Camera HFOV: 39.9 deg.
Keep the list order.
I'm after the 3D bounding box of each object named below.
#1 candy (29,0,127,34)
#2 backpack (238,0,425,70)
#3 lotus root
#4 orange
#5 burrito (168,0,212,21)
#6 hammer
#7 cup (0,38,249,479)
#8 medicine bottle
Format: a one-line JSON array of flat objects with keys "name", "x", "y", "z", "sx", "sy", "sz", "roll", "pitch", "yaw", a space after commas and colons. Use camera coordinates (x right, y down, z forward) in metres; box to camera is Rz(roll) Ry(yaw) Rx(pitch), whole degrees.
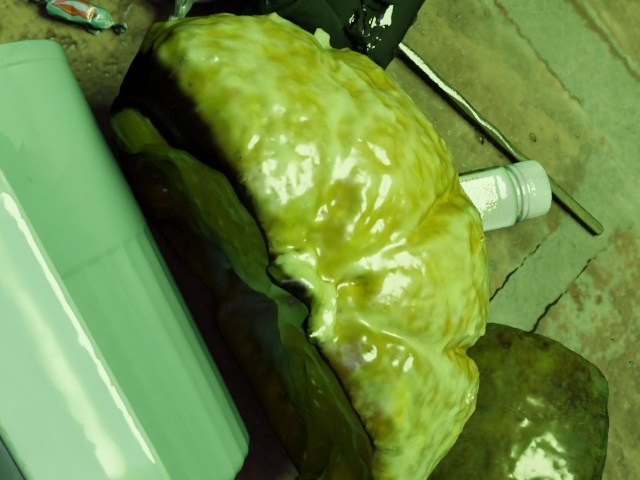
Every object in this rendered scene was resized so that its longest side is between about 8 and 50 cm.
[{"name": "candy", "x": -0.198, "y": -0.184, "z": 0.713, "sx": 0.083, "sy": 0.030, "sz": 0.020, "roll": 18, "pitch": 83, "yaw": -20}, {"name": "backpack", "x": 0.005, "y": -0.243, "z": 0.650, "sx": 0.206, "sy": 0.133, "sz": 0.258, "roll": -56, "pitch": 136, "yaw": -14}, {"name": "lotus root", "x": 0.096, "y": 0.218, "z": 0.712, "sx": 0.142, "sy": 0.210, "sz": 0.314, "roll": 30, "pitch": 69, "yaw": -23}, {"name": "orange", "x": 0.000, "y": 0.000, "z": 0.641, "sx": 0.210, "sy": 0.271, "sz": 0.368, "roll": -33, "pitch": 100, "yaw": -24}, {"name": "burrito", "x": -0.046, "y": -0.367, "z": 0.711, "sx": 0.139, "sy": 0.101, "sz": 0.445, "roll": 27, "pitch": 84, "yaw": -17}, {"name": "hammer", "x": 0.156, "y": -0.101, "z": 0.800, "sx": 0.292, "sy": 0.029, "sz": 0.058, "roll": 40, "pitch": 83, "yaw": -12}, {"name": "cup", "x": -0.193, "y": 0.055, "z": 0.570, "sx": 0.257, "sy": 0.331, "sz": 0.311, "roll": -37, "pitch": 104, "yaw": -52}, {"name": "medicine bottle", "x": 0.136, "y": -0.034, "z": 0.766, "sx": 0.118, "sy": 0.074, "sz": 0.055, "roll": -12, "pitch": 92, "yaw": -12}]
